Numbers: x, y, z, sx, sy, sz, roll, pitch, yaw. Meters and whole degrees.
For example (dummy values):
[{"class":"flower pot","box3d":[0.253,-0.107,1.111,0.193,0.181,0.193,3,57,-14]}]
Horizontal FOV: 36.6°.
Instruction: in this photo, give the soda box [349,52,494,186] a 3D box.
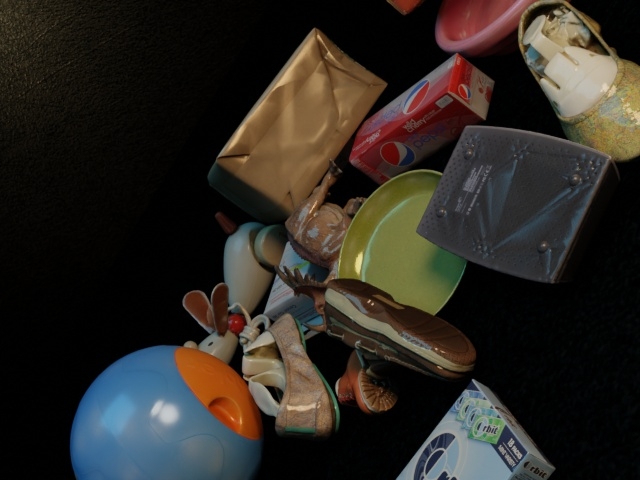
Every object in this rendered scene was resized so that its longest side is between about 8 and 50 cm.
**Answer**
[{"class":"soda box","box3d":[0.158,-0.190,1.566,0.263,0.083,0.092,-32,33,49]}]

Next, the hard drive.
[{"class":"hard drive","box3d":[0.233,-0.044,1.157,0.255,0.054,0.172,24,89,57]}]

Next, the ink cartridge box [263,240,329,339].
[{"class":"ink cartridge box","box3d":[-0.027,0.075,1.631,0.115,0.067,0.198,-34,31,46]}]

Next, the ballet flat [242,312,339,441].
[{"class":"ballet flat","box3d":[-0.059,0.194,1.440,0.316,0.106,0.107,-128,36,-67]}]

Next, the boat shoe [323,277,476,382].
[{"class":"boat shoe","box3d":[0.095,0.133,1.226,0.257,0.095,0.095,30,113,52]}]

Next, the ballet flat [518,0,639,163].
[{"class":"ballet flat","box3d":[0.315,-0.209,1.195,0.123,0.123,0.348,-48,23,24]}]

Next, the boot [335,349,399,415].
[{"class":"boot","box3d":[0.057,0.201,1.289,0.084,0.059,0.158,-55,12,17]}]

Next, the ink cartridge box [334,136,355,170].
[{"class":"ink cartridge box","box3d":[0.029,-0.155,1.884,0.115,0.029,0.063,-56,20,8]}]

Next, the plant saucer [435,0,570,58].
[{"class":"plant saucer","box3d":[0.319,-0.419,1.527,0.332,0.084,0.332,-46,24,28]}]

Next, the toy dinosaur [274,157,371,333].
[{"class":"toy dinosaur","box3d":[0.000,0.000,1.534,0.200,0.127,0.295,-43,36,8]}]

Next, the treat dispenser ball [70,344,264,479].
[{"class":"treat dispenser ball","box3d":[-0.229,0.302,1.454,0.288,0.288,0.288,-47,23,27]}]

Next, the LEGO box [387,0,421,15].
[{"class":"LEGO box","box3d":[0.224,-0.607,1.636,0.372,0.193,0.500,-48,4,22]}]

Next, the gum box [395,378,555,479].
[{"class":"gum box","box3d":[0.146,0.260,1.018,0.184,0.041,0.157,-54,21,9]}]

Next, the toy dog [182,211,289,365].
[{"class":"toy dog","box3d":[-0.178,0.080,1.831,0.220,0.161,0.333,-33,32,49]}]

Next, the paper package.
[{"class":"paper package","box3d":[-0.055,-0.198,1.781,0.309,0.168,0.325,-55,7,-6]}]

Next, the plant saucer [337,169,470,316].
[{"class":"plant saucer","box3d":[0.122,0.020,1.334,0.241,0.037,0.240,-24,54,38]}]
